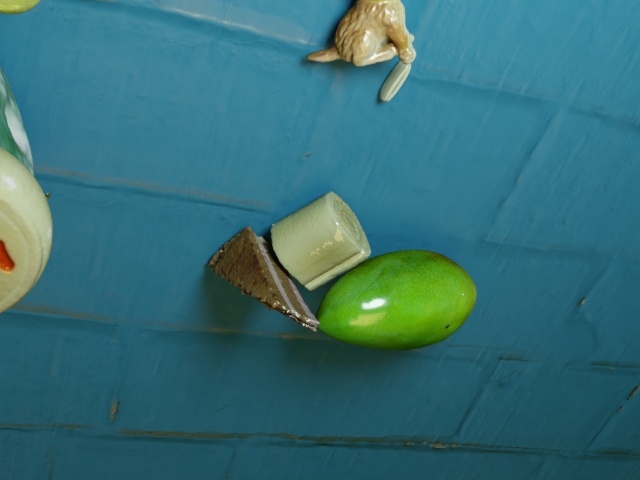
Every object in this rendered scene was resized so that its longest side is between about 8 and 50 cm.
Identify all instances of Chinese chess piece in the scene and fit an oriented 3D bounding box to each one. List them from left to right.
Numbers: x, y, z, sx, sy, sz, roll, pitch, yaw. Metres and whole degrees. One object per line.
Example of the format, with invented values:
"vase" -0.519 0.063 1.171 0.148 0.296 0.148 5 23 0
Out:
"Chinese chess piece" -0.475 -0.012 1.079 0.274 0.102 0.273 -8 130 -10

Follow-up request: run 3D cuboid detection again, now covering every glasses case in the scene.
"glasses case" 0.130 -0.281 1.511 0.021 0.032 0.083 18 121 -31

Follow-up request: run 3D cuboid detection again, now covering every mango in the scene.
"mango" 0.143 0.122 1.690 0.382 0.225 0.201 -8 98 -41

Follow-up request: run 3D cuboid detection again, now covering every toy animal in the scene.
"toy animal" 0.060 -0.374 1.375 0.184 0.104 0.185 -8 135 0

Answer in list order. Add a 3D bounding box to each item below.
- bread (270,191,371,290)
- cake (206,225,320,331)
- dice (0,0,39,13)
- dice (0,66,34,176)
"bread" 0.000 0.000 1.636 0.141 0.134 0.148 -31 119 15
"cake" -0.096 0.072 1.592 0.116 0.295 0.112 31 95 -37
"dice" -0.418 -0.419 1.138 0.169 0.169 0.166 -37 128 27
"dice" -0.617 -0.129 1.228 0.331 0.328 0.348 -17 130 -1
